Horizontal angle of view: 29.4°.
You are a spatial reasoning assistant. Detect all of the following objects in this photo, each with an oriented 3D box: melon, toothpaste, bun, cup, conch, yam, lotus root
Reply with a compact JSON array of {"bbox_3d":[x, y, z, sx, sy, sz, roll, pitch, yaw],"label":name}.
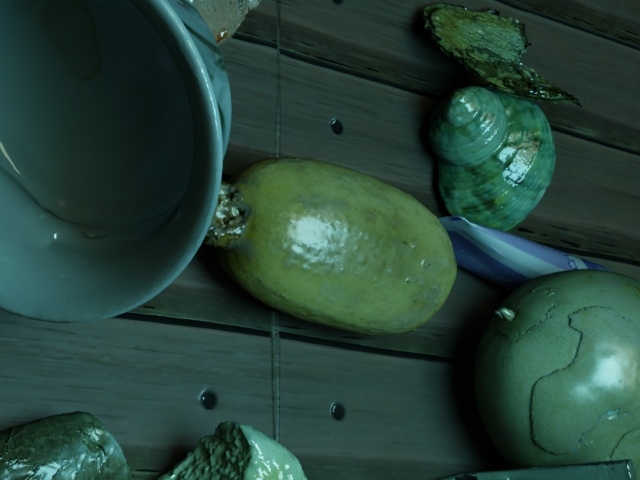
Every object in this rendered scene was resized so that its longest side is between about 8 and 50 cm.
[{"bbox_3d":[0.316,0.170,1.412,0.330,0.268,0.268,35,59,-30],"label":"melon"},{"bbox_3d":[0.254,0.036,1.500,0.371,0.125,0.080,19,74,-36],"label":"toothpaste"},{"bbox_3d":[-0.108,0.273,1.146,0.212,0.126,0.204,8,76,-35],"label":"bun"},{"bbox_3d":[-0.217,-0.118,1.069,0.347,0.347,0.163,59,28,-9],"label":"cup"},{"bbox_3d":[0.205,-0.107,1.493,0.176,0.122,0.188,-44,103,-11],"label":"conch"},{"bbox_3d":[-0.255,0.211,1.073,0.183,0.107,0.107,-17,89,-42],"label":"yam"},{"bbox_3d":[0.000,0.000,1.285,0.343,0.151,0.169,19,67,-35],"label":"lotus root"}]

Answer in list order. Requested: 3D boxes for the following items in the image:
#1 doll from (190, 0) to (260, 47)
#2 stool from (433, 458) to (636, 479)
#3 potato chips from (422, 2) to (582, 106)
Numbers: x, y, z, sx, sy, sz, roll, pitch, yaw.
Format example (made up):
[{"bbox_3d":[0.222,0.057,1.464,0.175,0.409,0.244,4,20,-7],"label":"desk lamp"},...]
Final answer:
[{"bbox_3d":[-0.213,-0.276,1.230,0.303,0.156,0.201,41,61,13],"label":"doll"},{"bbox_3d":[0.159,0.335,1.242,0.244,0.270,0.170,-7,82,-39],"label":"stool"},{"bbox_3d":[0.227,-0.233,1.527,0.202,0.029,0.220,-6,44,-43],"label":"potato chips"}]
